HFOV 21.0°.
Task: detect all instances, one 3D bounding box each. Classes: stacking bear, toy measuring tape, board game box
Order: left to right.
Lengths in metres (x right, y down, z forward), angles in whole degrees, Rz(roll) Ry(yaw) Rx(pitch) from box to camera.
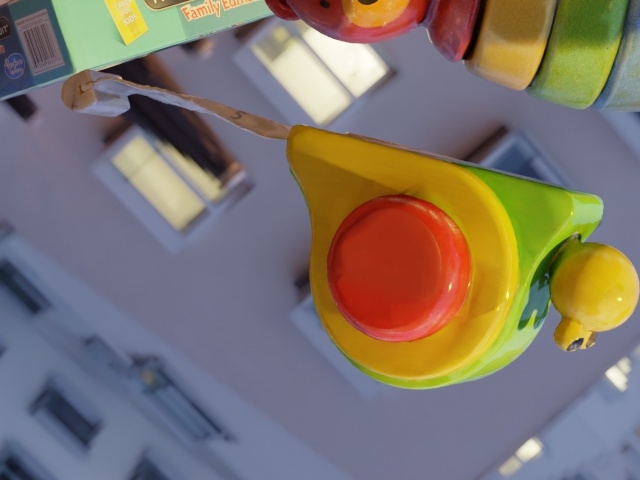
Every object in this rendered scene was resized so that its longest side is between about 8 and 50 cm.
[{"bbox_3d":[-0.158,-0.211,1.574,0.336,0.079,0.254,-23,-171,-37],"label":"board game box"},{"bbox_3d":[0.000,0.000,0.865,0.330,0.121,0.121,16,-129,27],"label":"toy measuring tape"},{"bbox_3d":[0.115,-0.148,0.930,0.164,0.289,0.175,-87,-175,-53],"label":"stacking bear"}]
